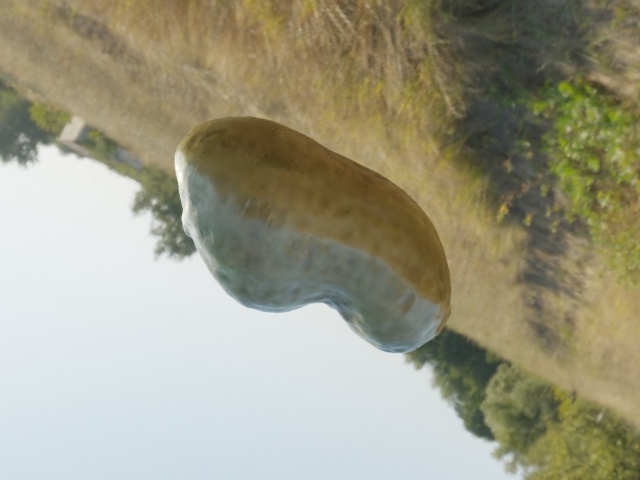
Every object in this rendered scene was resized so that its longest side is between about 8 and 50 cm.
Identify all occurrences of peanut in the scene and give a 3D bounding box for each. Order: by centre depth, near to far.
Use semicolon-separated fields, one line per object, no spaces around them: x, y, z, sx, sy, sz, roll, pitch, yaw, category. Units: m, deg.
0.000;0.000;0.604;0.253;0.137;0.122;24;-165;-15;peanut
